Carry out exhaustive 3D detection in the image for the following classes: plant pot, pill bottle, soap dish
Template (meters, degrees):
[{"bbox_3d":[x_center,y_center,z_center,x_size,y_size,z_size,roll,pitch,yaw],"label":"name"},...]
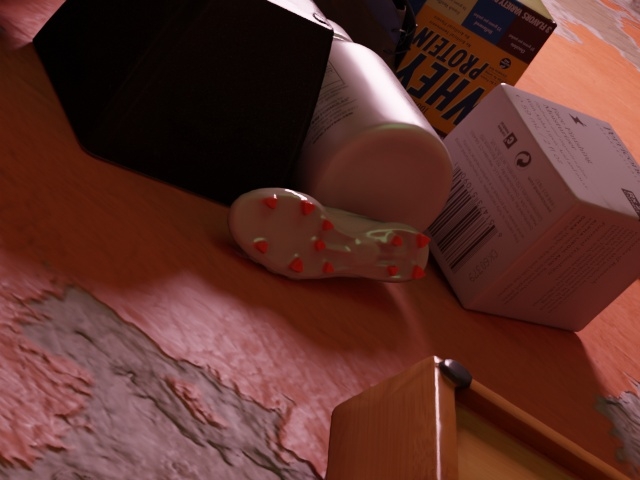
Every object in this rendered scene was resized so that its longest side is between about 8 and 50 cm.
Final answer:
[{"bbox_3d":[-0.099,-0.157,1.452,0.187,0.167,0.188,21,23,-35],"label":"plant pot"},{"bbox_3d":[0.018,-0.101,1.563,0.131,0.131,0.229,22,24,-33],"label":"pill bottle"},{"bbox_3d":[0.137,0.208,1.062,0.291,0.118,0.229,33,20,-9],"label":"soap dish"}]

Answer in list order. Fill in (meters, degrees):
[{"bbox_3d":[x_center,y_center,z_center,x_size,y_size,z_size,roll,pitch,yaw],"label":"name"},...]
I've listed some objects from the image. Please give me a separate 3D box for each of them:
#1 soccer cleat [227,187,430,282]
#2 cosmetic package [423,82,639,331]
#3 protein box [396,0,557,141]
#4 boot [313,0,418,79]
[{"bbox_3d":[0.000,0.000,1.418,0.196,0.068,0.076,12,0,-35],"label":"soccer cleat"},{"bbox_3d":[0.203,-0.026,1.629,0.183,0.151,0.151,12,41,-47],"label":"cosmetic package"},{"bbox_3d":[0.121,-0.214,1.883,0.136,0.201,0.200,27,21,-20],"label":"protein box"},{"bbox_3d":[0.060,-0.177,1.723,0.219,0.106,0.082,53,24,2],"label":"boot"}]
